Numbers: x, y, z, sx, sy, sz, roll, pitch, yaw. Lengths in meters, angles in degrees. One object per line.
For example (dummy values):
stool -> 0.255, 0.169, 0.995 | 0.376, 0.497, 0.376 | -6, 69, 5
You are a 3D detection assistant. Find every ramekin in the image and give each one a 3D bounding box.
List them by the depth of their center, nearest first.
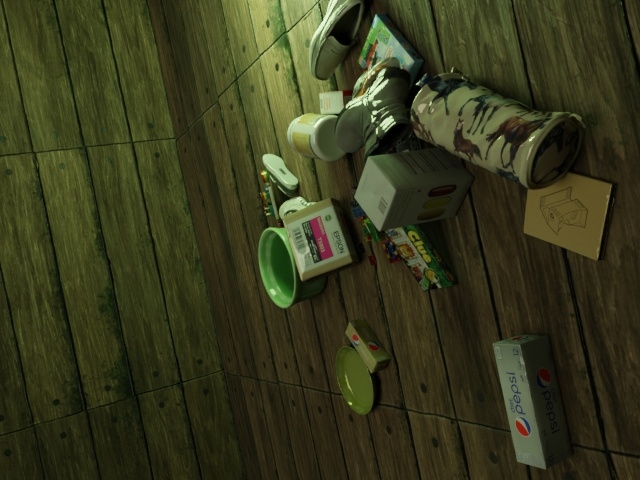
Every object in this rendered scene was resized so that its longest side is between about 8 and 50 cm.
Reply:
ramekin -> -0.102, 0.090, 2.377 | 0.303, 0.148, 0.304 | 30, 125, 54

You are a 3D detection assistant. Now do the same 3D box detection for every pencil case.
pencil case -> 0.372, -0.250, 1.381 | 0.410, 0.159, 0.184 | 40, 115, 49

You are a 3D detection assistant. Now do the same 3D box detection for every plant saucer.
plant saucer -> 0.130, 0.484, 2.219 | 0.241, 0.037, 0.241 | 32, 128, 53

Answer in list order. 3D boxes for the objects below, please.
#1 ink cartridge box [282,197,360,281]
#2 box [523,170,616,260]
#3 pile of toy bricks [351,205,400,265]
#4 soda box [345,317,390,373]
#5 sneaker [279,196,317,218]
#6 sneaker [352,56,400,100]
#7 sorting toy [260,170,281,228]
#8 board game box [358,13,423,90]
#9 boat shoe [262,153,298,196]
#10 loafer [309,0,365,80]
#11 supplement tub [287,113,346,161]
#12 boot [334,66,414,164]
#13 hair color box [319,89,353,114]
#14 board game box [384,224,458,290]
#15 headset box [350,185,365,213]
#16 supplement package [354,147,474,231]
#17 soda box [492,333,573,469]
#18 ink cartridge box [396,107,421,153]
ink cartridge box -> 0.000, 0.000, 2.116 | 0.193, 0.088, 0.235 | -23, 76, 18
box -> 0.517, -0.064, 1.335 | 0.201, 0.021, 0.165 | 31, 126, 53
pile of toy bricks -> 0.159, -0.023, 1.933 | 0.105, 0.118, 0.212 | 22, -135, -86
soda box -> 0.155, 0.347, 2.102 | 0.181, 0.058, 0.061 | 56, 144, 36
sneaker -> -0.094, -0.097, 2.330 | 0.292, 0.118, 0.110 | 12, 112, 61
sneaker -> 0.144, -0.436, 1.736 | 0.215, 0.084, 0.083 | -42, 43, 51
sorting toy -> -0.204, -0.145, 2.517 | 0.132, 0.046, 0.275 | -125, 20, -75
board game box -> 0.189, -0.495, 1.750 | 0.212, 0.039, 0.160 | 59, 146, 29
boat shoe -> -0.163, -0.250, 2.436 | 0.219, 0.077, 0.070 | 53, 141, 36
loafer -> 0.047, -0.604, 1.893 | 0.320, 0.111, 0.112 | 113, 145, -46
supplement tub -> -0.008, -0.337, 2.054 | 0.199, 0.144, 0.145 | 23, 120, 57
boot -> 0.128, -0.282, 1.691 | 0.338, 0.118, 0.223 | 129, 149, -54
hair color box -> 0.051, -0.438, 2.016 | 0.141, 0.043, 0.072 | 16, 114, 57
board game box -> 0.257, 0.020, 1.727 | 0.260, 0.030, 0.136 | 55, 150, -6
headset box -> 0.124, -0.130, 2.008 | 0.062, 0.032, 0.083 | 28, 125, 55
supplement package -> 0.233, -0.133, 1.588 | 0.134, 0.243, 0.139 | 57, 146, 35
soda box -> 0.489, 0.365, 1.462 | 0.091, 0.098, 0.287 | -13, 89, 60
ink cartridge box -> 0.211, -0.244, 1.799 | 0.206, 0.045, 0.209 | -18, 86, 61
